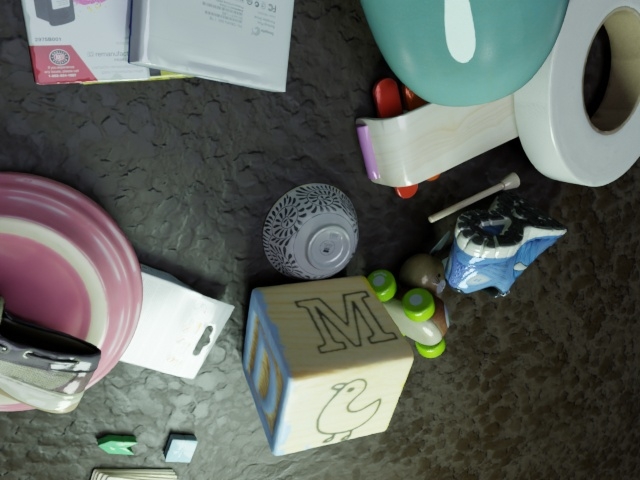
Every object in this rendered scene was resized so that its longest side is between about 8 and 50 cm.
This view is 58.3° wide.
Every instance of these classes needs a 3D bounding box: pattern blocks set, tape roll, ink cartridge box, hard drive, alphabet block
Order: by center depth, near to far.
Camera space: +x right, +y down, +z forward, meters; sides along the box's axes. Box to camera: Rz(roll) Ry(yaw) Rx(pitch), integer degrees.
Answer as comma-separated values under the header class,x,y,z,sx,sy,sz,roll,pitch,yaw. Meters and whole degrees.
class,x,y,z,sx,sy,sz,roll,pitch,yaw
ink cartridge box,-0.271,-0.273,0.651,0.127,0.072,0.175,-9,113,-21
hard drive,-0.114,-0.354,0.677,0.210,0.040,0.319,-2,102,-44
ink cartridge box,-0.244,0.125,0.882,0.179,0.045,0.146,25,98,-35
alphabet block,0.001,0.189,0.904,0.197,0.193,0.193,-6,131,-22
tape roll,0.477,-0.290,0.980,0.391,0.072,0.392,-11,109,-34
pattern blocks set,-0.336,0.473,0.981,0.285,0.026,0.325,4,108,-26

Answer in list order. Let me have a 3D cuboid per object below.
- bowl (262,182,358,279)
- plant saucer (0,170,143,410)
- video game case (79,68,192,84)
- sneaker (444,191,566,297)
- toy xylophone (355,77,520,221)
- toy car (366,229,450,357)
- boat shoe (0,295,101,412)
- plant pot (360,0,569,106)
class,x,y,z,sx,sy,sz,roll,pitch,yaw
bowl,0.000,0.000,0.918,0.170,0.080,0.170,-9,114,-22
plant saucer,-0.402,0.081,0.738,0.331,0.084,0.333,-4,107,-14
video game case,-0.199,-0.346,0.720,0.248,0.035,0.275,-10,113,-20
sneaker,0.318,0.012,1.023,0.329,0.129,0.147,-14,135,-43
toy xylophone,0.220,-0.169,0.950,0.322,0.081,0.236,-18,116,-17
toy car,0.190,0.078,1.009,0.188,0.148,0.155,-49,141,-19
boat shoe,-0.389,0.102,0.653,0.285,0.103,0.092,35,88,-26
plant pot,0.193,-0.327,0.771,0.293,0.293,0.235,-31,134,-11
